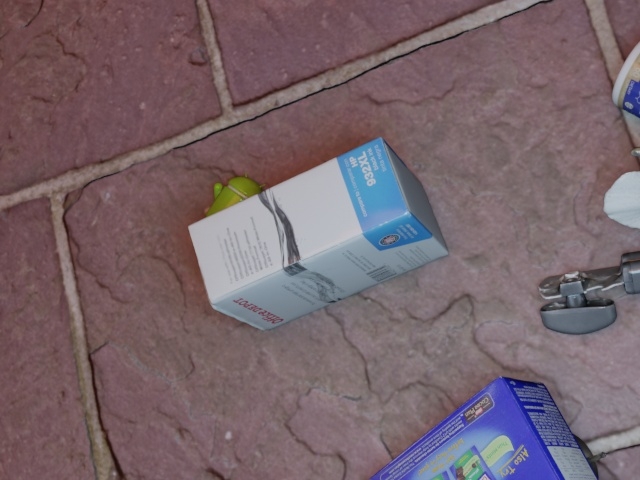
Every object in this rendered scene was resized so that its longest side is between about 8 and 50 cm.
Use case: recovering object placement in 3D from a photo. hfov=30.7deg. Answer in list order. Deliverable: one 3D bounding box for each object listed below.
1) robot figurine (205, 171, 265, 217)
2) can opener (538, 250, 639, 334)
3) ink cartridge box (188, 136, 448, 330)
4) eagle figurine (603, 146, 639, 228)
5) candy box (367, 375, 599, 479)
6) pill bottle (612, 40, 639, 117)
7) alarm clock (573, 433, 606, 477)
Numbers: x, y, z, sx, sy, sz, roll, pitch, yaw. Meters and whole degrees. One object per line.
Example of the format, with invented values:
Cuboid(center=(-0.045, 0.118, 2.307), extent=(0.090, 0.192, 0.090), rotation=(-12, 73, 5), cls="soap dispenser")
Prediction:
Cuboid(center=(-0.133, -0.050, 1.814), extent=(0.101, 0.067, 0.115), rotation=(33, 89, 28), cls="robot figurine")
Cuboid(center=(0.440, 0.066, 1.593), extent=(0.283, 0.076, 0.095), rotation=(-9, 106, 17), cls="can opener")
Cuboid(center=(0.000, 0.000, 1.669), extent=(0.307, 0.223, 0.129), rotation=(-24, 69, 13), cls="ink cartridge box")
Cuboid(center=(0.518, -0.074, 1.422), extent=(0.298, 0.226, 0.225), rotation=(48, 131, 54), cls="eagle figurine")
Cuboid(center=(0.237, 0.379, 1.481), extent=(0.268, 0.122, 0.317), rotation=(-43, 55, 28), cls="candy box")
Cuboid(center=(0.508, -0.195, 1.599), extent=(0.186, 0.112, 0.112), rotation=(32, 89, 24), cls="pill bottle")
Cuboid(center=(0.291, 0.312, 1.568), extent=(0.192, 0.064, 0.129), rotation=(13, 90, 38), cls="alarm clock")
